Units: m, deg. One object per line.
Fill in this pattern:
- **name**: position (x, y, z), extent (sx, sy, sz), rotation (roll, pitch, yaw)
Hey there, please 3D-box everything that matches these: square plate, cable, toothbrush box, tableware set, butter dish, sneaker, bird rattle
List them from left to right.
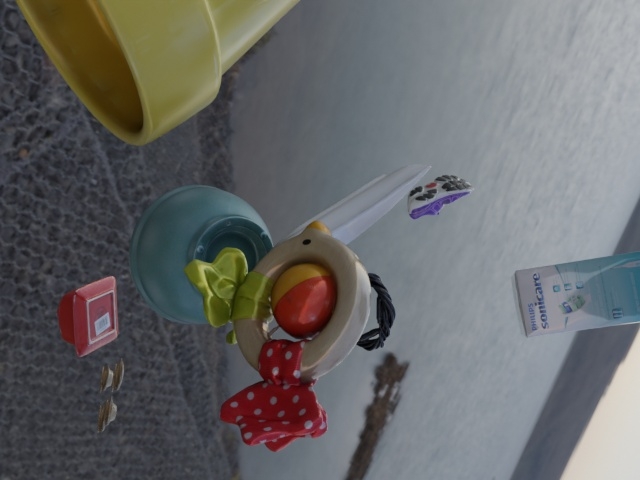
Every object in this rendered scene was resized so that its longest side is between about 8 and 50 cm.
- **butter dish**: position (-0.548, 0.167, 1.757), extent (0.160, 0.118, 0.160), rotation (-31, 123, -67)
- **tableware set**: position (-0.445, 0.326, 1.610), extent (0.168, 0.020, 0.141), rotation (-32, -130, 57)
- **bird rattle**: position (-0.039, 0.087, 0.816), extent (0.207, 0.254, 0.143), rotation (-43, 130, 12)
- **square plate**: position (0.000, 0.000, 1.382), extent (0.344, 0.049, 0.347), rotation (-34, 174, -30)
- **cable**: position (0.095, 0.155, 1.683), extent (0.047, 0.150, 0.185), rotation (-19, 134, -50)
- **sneaker**: position (0.258, -0.093, 1.680), extent (0.169, 0.068, 0.071), rotation (-19, 133, -22)
- **toothbrush box**: position (0.509, 0.096, 1.410), extent (0.216, 0.295, 0.126), rotation (27, 55, -78)

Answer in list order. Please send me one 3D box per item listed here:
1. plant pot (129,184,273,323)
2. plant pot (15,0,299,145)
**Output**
- **plant pot**: position (-0.209, 0.035, 1.532), extent (0.292, 0.196, 0.293), rotation (-2, 94, -32)
- **plant pot**: position (-0.136, -0.253, 0.705), extent (0.239, 0.254, 0.254), rotation (-36, 149, -22)
